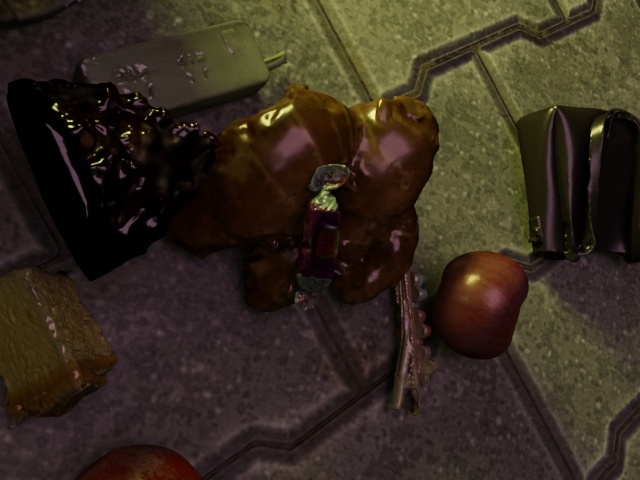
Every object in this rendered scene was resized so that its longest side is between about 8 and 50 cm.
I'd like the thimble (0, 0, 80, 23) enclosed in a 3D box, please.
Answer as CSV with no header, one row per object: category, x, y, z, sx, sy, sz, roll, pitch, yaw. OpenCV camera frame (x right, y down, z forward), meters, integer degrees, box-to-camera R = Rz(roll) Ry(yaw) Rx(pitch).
thimble,-0.297,-0.374,0.737,0.271,0.271,0.150,-42,96,-30

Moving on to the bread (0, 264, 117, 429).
bread,-0.266,0.098,0.703,0.127,0.152,0.147,-23,87,-39

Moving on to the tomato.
tomato,-0.180,0.283,0.693,0.167,0.167,0.167,7,74,-26

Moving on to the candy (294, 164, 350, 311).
candy,0.000,0.000,0.786,0.045,0.043,0.175,4,106,-18

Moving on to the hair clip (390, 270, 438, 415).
hair clip,0.125,0.129,0.951,0.056,0.062,0.214,14,72,-36

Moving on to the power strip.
power strip,-0.162,-0.215,0.889,0.288,0.053,0.093,-25,89,-30

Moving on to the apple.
apple,0.216,0.087,0.962,0.120,0.153,0.153,20,63,18

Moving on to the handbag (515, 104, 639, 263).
handbag,0.462,-0.087,1.161,0.285,0.113,0.257,3,83,-28

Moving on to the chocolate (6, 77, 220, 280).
chocolate,-0.200,-0.089,0.731,0.177,0.224,0.206,-26,93,-27

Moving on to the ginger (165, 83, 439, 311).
ginger,-0.012,-0.054,0.877,0.357,0.152,0.274,-2,108,-25
